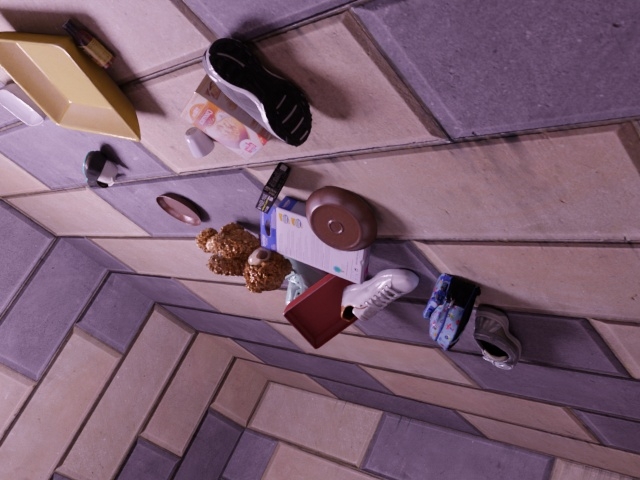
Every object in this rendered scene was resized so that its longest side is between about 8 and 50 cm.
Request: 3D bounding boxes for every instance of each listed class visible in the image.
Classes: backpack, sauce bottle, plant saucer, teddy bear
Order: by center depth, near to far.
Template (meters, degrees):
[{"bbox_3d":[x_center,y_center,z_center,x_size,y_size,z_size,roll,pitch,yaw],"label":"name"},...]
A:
[{"bbox_3d":[-0.522,-0.443,1.497,0.042,0.042,0.128,0,144,49],"label":"sauce bottle"},{"bbox_3d":[0.045,-0.042,1.659,0.199,0.036,0.198,17,135,18],"label":"plant saucer"},{"bbox_3d":[-0.632,-0.400,1.662,0.333,0.081,0.332,13,154,29],"label":"plant saucer"},{"bbox_3d":[0.336,0.197,1.768,0.117,0.173,0.158,23,159,9],"label":"backpack"},{"bbox_3d":[-0.231,0.028,1.981,0.245,0.113,0.338,0,-153,-25],"label":"teddy bear"},{"bbox_3d":[0.029,0.201,2.090,0.047,0.259,0.258,52,179,42],"label":"plant saucer"},{"bbox_3d":[-0.461,-0.106,2.190,0.169,0.029,0.168,22,157,10],"label":"plant saucer"}]

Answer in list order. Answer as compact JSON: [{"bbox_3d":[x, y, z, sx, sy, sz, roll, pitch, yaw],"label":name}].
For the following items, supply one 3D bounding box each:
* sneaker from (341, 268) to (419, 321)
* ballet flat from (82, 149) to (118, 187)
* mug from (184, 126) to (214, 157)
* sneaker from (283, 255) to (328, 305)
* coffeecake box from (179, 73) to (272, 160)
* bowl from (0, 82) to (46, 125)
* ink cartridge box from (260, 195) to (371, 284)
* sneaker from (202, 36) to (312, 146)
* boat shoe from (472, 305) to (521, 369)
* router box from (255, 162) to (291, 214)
[{"bbox_3d":[0.169,0.172,1.925,0.106,0.123,0.290,32,143,-25],"label":"sneaker"},{"bbox_3d":[-0.701,-0.223,2.134,0.096,0.095,0.280,22,170,-14],"label":"ballet flat"},{"bbox_3d":[-0.314,-0.250,1.667,0.078,0.062,0.064,3,141,32],"label":"mug"},{"bbox_3d":[-0.099,0.121,2.121,0.256,0.151,0.094,32,159,-9],"label":"sneaker"},{"bbox_3d":[-0.202,-0.272,1.476,0.186,0.068,0.142,33,156,-15],"label":"coffeecake box"},{"bbox_3d":[-0.876,-0.406,1.958,0.142,0.053,0.142,1,146,49],"label":"bowl"},{"bbox_3d":[-0.015,-0.008,1.804,0.311,0.065,0.185,19,139,14],"label":"ink cartridge box"},{"bbox_3d":[-0.122,-0.293,1.326,0.271,0.100,0.108,42,168,-25],"label":"sneaker"},{"bbox_3d":[0.498,0.300,1.908,0.118,0.103,0.320,14,154,30],"label":"boat shoe"},{"bbox_3d":[-0.119,-0.129,1.667,0.038,0.092,0.122,28,158,-4],"label":"router box"}]
